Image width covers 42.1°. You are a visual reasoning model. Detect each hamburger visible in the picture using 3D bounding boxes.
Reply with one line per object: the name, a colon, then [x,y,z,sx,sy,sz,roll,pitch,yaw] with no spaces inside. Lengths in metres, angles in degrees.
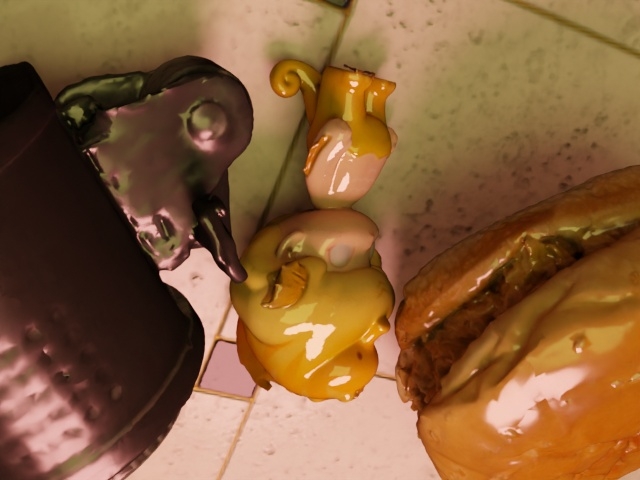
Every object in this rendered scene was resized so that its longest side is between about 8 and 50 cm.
hamburger: [0.198,0.080,0.624,0.319,0.158,0.318,-18,145,-13]

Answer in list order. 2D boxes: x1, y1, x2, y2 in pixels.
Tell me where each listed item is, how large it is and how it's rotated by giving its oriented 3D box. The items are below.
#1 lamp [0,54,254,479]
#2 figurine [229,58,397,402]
lamp: [-0.211,0.041,0.507,0.374,0.205,0.272,-15,115,-19]
figurine: [0.000,0.000,0.601,0.156,0.131,0.246,0,105,-58]
